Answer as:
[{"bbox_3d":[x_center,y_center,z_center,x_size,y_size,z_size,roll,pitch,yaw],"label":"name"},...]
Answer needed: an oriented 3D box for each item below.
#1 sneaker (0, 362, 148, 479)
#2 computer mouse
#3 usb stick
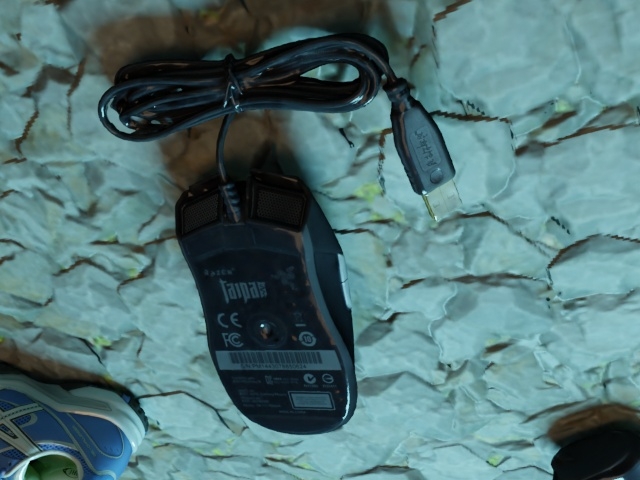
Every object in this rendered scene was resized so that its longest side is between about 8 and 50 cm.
[{"bbox_3d":[-0.250,0.153,0.607,0.211,0.081,0.080,5,132,8],"label":"sneaker"},{"bbox_3d":[0.000,0.000,0.451,0.184,0.060,0.262,-9,116,23],"label":"computer mouse"},{"bbox_3d":[0.284,0.240,0.605,0.077,0.045,0.278,-35,116,25],"label":"usb stick"}]
